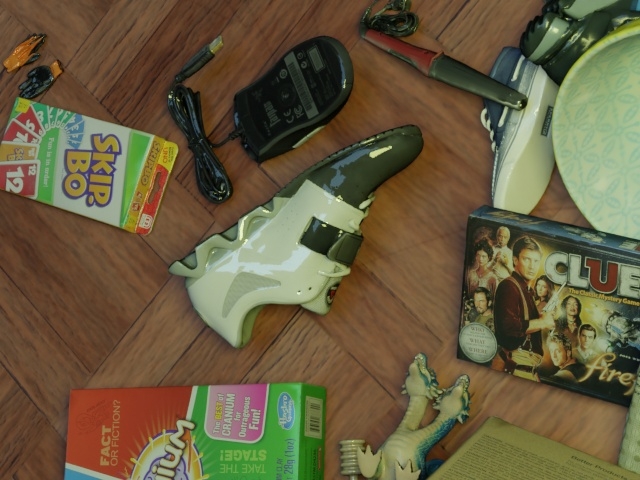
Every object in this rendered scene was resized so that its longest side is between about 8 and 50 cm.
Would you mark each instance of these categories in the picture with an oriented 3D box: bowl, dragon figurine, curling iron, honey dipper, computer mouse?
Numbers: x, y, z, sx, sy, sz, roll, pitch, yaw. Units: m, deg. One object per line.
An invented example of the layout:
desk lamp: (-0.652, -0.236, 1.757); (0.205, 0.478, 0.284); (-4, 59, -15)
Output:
bowl: (0.384, -0.112, 1.385); (0.289, 0.290, 0.156); (13, 42, 30)
dragon figurine: (0.091, 0.267, 1.510); (0.085, 0.144, 0.289); (15, 105, 28)
curling iron: (0.132, -0.207, 1.592); (0.068, 0.035, 0.274); (-55, 45, 6)
honey dipper: (0.040, 0.297, 1.564); (0.030, 0.030, 0.161); (-10, 76, 26)
computer mouse: (-0.068, -0.179, 1.718); (0.262, 0.060, 0.184); (-38, 67, 28)

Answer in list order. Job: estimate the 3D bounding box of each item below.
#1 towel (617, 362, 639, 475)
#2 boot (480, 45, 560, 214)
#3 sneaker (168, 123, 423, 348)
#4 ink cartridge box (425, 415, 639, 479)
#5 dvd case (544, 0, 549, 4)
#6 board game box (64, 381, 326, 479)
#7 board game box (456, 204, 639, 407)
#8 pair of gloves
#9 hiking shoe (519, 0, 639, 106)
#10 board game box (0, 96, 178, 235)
towel: (0.429, 0.177, 1.315); (0.312, 0.056, 0.324); (19, 113, 28)
boot: (0.209, -0.116, 1.558); (0.086, 0.069, 0.190); (18, 87, 47)
sneaker: (0.000, 0.000, 1.618); (0.330, 0.122, 0.146); (-36, 82, 15)
ink cartridge box: (0.216, 0.271, 1.324); (0.234, 0.193, 0.088); (20, 114, 25)
dvd case: (0.328, -0.259, 1.546); (0.164, 0.018, 0.221); (-25, 67, 20)
board game box: (-0.149, 0.287, 1.645); (0.316, 0.064, 0.242); (-5, 76, 27)
board game box: (0.258, 0.069, 1.453); (0.243, 0.042, 0.165); (14, 112, 30)
pair of gloves: (-0.382, -0.232, 1.922); (0.074, 0.010, 0.083); (-37, 67, 14)
hiking shoe: (0.349, -0.258, 1.481); (0.304, 0.113, 0.132); (-41, 97, 6)
board game box: (-0.305, -0.096, 1.838); (0.259, 0.039, 0.124); (17, 87, 27)
